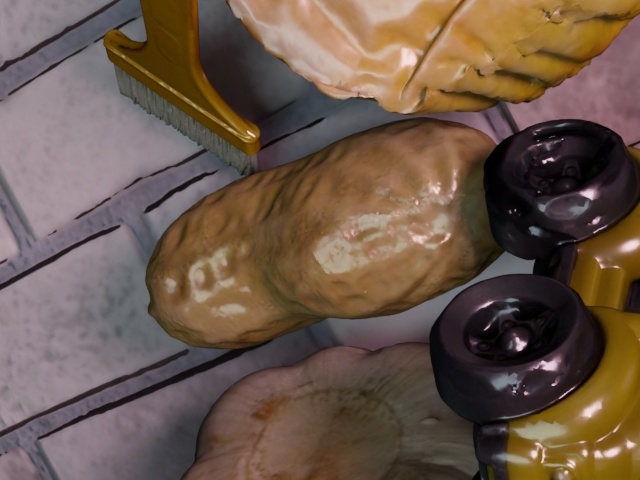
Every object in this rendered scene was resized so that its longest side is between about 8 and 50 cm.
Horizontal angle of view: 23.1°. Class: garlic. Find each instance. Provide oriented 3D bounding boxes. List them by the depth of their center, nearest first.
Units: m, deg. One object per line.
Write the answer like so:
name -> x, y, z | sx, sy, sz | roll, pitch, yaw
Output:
garlic -> 0.033, 0.180, 0.849 | 0.219, 0.218, 0.212 | -3, 135, 25

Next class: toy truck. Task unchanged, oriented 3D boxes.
toy truck -> 0.152, 0.050, 0.711 | 0.165, 0.224, 0.147 | 1, 128, 22

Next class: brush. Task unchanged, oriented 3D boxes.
brush -> -0.072, -0.104, 0.775 | 0.103, 0.272, 0.013 | 34, 73, 10

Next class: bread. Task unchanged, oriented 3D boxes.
bread -> 0.056, -0.171, 0.730 | 0.240, 0.139, 0.240 | 6, 107, 19

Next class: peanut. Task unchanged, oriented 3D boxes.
peanut -> 0.000, 0.000, 0.832 | 0.226, 0.108, 0.095 | -17, 105, 30
